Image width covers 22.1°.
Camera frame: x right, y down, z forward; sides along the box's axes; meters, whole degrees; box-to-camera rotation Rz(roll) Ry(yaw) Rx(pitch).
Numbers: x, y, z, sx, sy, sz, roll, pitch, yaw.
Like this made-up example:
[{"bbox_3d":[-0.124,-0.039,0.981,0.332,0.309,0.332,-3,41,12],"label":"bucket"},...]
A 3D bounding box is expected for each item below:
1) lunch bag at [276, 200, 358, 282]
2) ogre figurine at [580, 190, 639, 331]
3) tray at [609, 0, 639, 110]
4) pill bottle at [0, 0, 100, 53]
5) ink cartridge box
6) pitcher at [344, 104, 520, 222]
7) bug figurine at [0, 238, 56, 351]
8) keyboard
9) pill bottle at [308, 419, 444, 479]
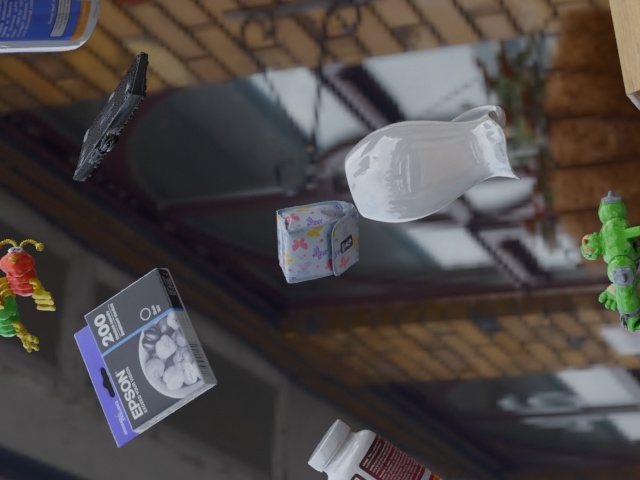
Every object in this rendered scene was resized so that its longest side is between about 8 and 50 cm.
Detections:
[{"bbox_3d":[0.000,0.000,1.704,0.053,0.083,0.071,-119,23,-51],"label":"lunch bag"},{"bbox_3d":[0.416,0.014,2.276,0.118,0.097,0.197,61,-138,-59],"label":"ogre figurine"},{"bbox_3d":[0.383,-0.315,1.895,0.203,0.076,0.410,34,-135,-54],"label":"tray"},{"bbox_3d":[-0.410,-0.295,1.937,0.272,0.152,0.152,-7,-89,-40],"label":"pill bottle"},{"bbox_3d":[-0.280,0.180,2.505,0.045,0.208,0.206,13,-133,-59],"label":"ink cartridge box"},{"bbox_3d":[0.143,-0.108,2.099,0.177,0.207,0.125,-81,-28,-65],"label":"pitcher"},{"bbox_3d":[-0.472,0.066,2.097,0.216,0.279,0.072,95,178,-58],"label":"bug figurine"},{"bbox_3d":[-0.252,-0.137,1.979,0.023,0.180,0.108,23,-133,-18],"label":"keyboard"},{"bbox_3d":[0.066,0.280,1.947,0.152,0.086,0.086,35,-146,0],"label":"pill bottle"}]
